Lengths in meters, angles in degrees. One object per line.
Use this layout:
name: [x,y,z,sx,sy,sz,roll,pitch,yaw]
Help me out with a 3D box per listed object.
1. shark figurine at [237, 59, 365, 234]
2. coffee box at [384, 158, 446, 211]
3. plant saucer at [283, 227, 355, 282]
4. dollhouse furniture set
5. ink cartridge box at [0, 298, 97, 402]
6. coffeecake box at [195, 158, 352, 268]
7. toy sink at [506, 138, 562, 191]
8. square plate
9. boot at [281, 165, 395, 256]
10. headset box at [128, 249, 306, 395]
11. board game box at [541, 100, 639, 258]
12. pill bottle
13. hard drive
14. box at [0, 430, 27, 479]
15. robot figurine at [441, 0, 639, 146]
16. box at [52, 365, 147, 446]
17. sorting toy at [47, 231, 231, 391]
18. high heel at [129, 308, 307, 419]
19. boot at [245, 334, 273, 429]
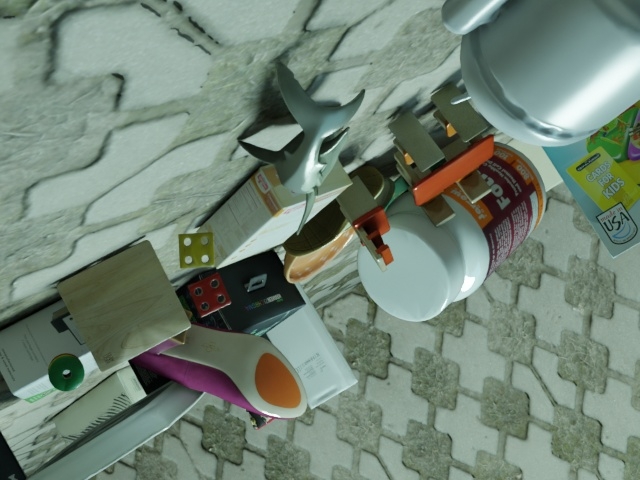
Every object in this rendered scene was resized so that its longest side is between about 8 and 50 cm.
shark figurine: [-0.037,-0.101,1.039,0.278,0.116,0.166,-16,131,-88]
coffee box: [0.206,-0.116,1.965,0.184,0.040,0.113,-23,168,-42]
plant saucer: [0.000,0.000,1.806,0.200,0.037,0.200,-40,163,-15]
dollhouse furniture set: [0.164,-0.081,1.466,0.259,0.135,0.262,-34,159,-1]
ink cartridge box: [-0.346,0.137,1.341,0.219,0.093,0.160,-29,172,-15]
coffeecake box: [-0.067,-0.047,1.324,0.142,0.068,0.185,-22,168,-45]
toy sink: [0.578,-0.226,2.244,0.131,0.153,0.234,-23,168,-46]
square plate: [-0.359,0.340,1.624,0.344,0.049,0.347,-31,-179,10]
boot: [0.037,-0.045,1.660,0.213,0.077,0.165,-40,170,10]
headset box: [-0.202,0.152,1.807,0.283,0.131,0.246,-36,170,33]
board game box: [0.390,-0.185,1.184,0.253,0.336,0.079,-33,171,14]
pill bottle: [0.248,-0.022,1.756,0.224,0.224,0.392,-39,179,44]
hard drive: [-0.049,0.214,2.093,0.040,0.308,0.203,-26,170,-33]
box: [-0.710,0.454,1.623,0.296,0.183,0.294,-26,171,-43]
robot figurine: [0.285,-0.231,1.008,0.299,0.200,0.353,15,152,-20]
box: [-0.523,0.404,2.292,0.275,0.094,0.113,-36,170,31]
sorting toy: [-0.254,0.080,1.248,0.274,0.132,0.046,-28,-167,-14]
high heel: [-0.198,0.215,1.631,0.181,0.377,0.127,-20,-139,45]
boot: [-0.217,0.347,2.365,0.377,0.284,0.138,-35,170,24]
